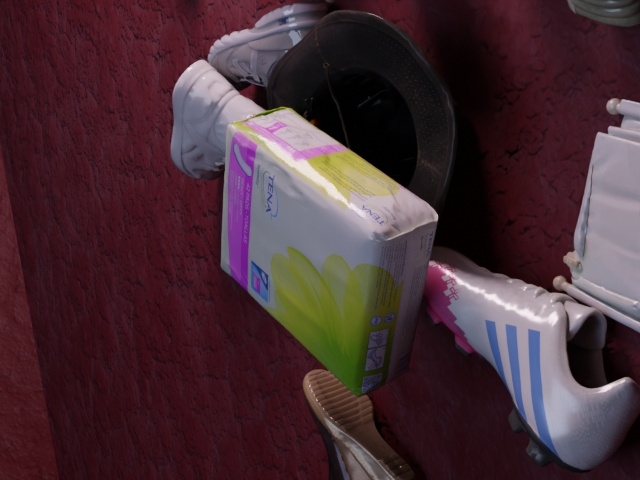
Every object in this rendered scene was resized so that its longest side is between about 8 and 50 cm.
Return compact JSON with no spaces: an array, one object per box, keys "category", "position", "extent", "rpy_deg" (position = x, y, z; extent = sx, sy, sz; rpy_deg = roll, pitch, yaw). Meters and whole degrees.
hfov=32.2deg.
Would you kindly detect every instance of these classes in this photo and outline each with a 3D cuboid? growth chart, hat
[{"category":"growth chart","position":[0.310,-0.021,1.078],"extent":[0.172,0.021,0.237],"rpy_deg":[40,127,49]},{"category":"hat","position":[0.079,-0.122,1.321],"extent":[0.331,0.134,0.331],"rpy_deg":[22,119,47]}]

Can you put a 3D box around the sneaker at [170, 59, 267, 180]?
[{"category":"sneaker","position":[-0.138,-0.138,1.707],"extent":[0.169,0.108,0.292],"rpy_deg":[38,161,13]}]

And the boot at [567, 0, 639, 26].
[{"category":"boot","position":[0.229,-0.304,1.049],"extent":[0.165,0.077,0.213],"rpy_deg":[54,-177,-44]}]

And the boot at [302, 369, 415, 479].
[{"category":"boot","position":[0.026,0.325,1.531],"extent":[0.248,0.090,0.207],"rpy_deg":[50,133,38]}]

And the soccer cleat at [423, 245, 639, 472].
[{"category":"soccer cleat","position":[0.223,0.093,1.178],"extent":[0.143,0.116,0.331],"rpy_deg":[-53,47,21]}]

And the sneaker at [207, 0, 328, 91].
[{"category":"sneaker","position":[-0.079,-0.250,1.599],"extent":[0.281,0.105,0.115],"rpy_deg":[-16,85,60]}]

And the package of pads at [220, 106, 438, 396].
[{"category":"package of pads","position":[0.000,0.000,1.276],"extent":[0.296,0.101,0.229],"rpy_deg":[39,135,38]}]

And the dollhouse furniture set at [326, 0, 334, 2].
[{"category":"dollhouse furniture set","position":[0.021,-0.509,1.278],"extent":[0.355,0.174,0.303],"rpy_deg":[127,153,-62]}]

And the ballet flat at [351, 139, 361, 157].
[{"category":"ballet flat","position":[0.006,-0.105,1.518],"extent":[0.221,0.077,0.079],"rpy_deg":[10,107,53]}]
